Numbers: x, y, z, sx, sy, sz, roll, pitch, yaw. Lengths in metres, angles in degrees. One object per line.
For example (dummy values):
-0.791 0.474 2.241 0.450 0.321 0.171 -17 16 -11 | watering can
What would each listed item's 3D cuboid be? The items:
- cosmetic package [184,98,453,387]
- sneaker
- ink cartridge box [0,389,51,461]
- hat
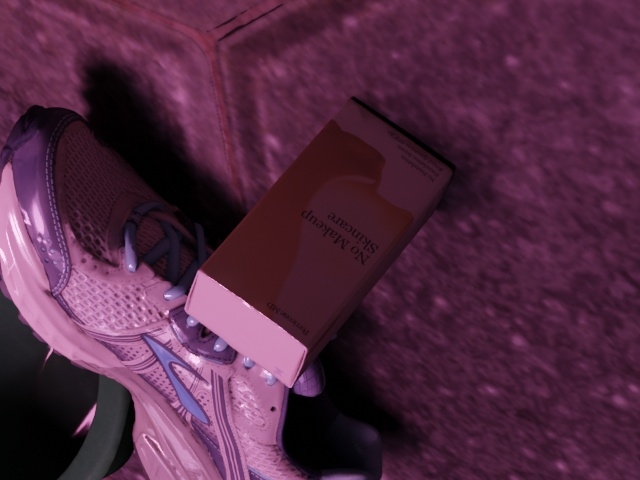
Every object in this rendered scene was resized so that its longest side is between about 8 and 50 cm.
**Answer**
0.000 0.000 0.834 0.060 0.115 0.041 34 150 7 | cosmetic package
-0.057 0.036 0.988 0.122 0.110 0.283 -10 129 31 | sneaker
-0.271 0.102 1.226 0.219 0.160 0.092 28 148 17 | ink cartridge box
-0.126 0.099 1.167 0.173 0.208 0.183 -22 161 29 | hat
